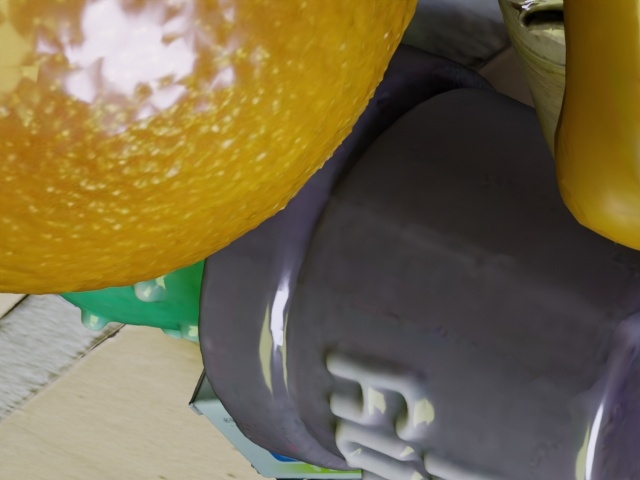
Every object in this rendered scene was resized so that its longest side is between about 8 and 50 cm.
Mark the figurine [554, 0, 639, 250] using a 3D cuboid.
[{"bbox_3d":[0.186,-0.169,0.263,0.387,0.401,0.268,-8,147,43],"label":"figurine"}]

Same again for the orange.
[{"bbox_3d":[-0.100,-0.115,0.642,0.274,0.274,0.274,16,149,10],"label":"orange"}]

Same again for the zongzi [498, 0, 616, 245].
[{"bbox_3d":[0.145,-0.068,0.563,0.178,0.081,0.189,-13,155,10],"label":"zongzi"}]

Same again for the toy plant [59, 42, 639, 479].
[{"bbox_3d":[-0.009,0.002,0.841,0.400,0.279,0.185,21,117,38],"label":"toy plant"}]

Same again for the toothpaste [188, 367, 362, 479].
[{"bbox_3d":[0.090,0.079,1.020,0.336,0.067,0.081,-6,140,37],"label":"toothpaste"}]
